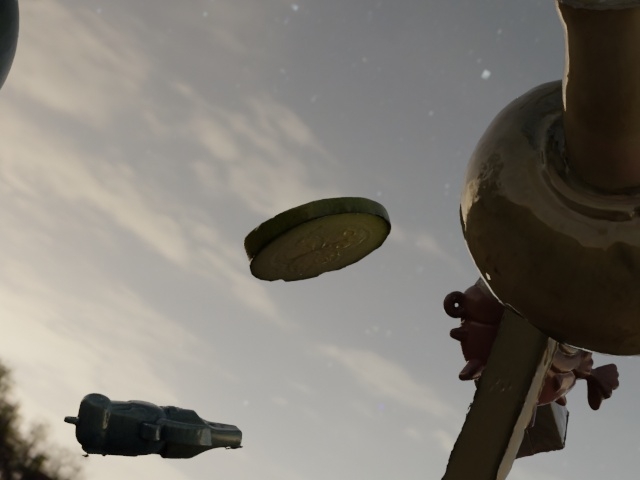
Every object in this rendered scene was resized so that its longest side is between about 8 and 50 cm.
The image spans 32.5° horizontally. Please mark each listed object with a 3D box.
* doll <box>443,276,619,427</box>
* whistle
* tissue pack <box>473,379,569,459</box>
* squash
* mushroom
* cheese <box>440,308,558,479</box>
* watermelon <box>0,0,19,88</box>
[{"bbox_3d":[0.264,0.128,1.370,0.262,0.211,0.093,34,-20,-13],"label":"doll"},{"bbox_3d":[-0.247,0.279,1.637,0.269,0.093,0.180,7,-2,-22],"label":"whistle"},{"bbox_3d":[0.332,0.229,1.855,0.124,0.185,0.225,-16,-82,17],"label":"tissue pack"},{"bbox_3d":[-0.002,-0.004,1.599,0.219,0.219,0.041,90,-16,-67],"label":"squash"},{"bbox_3d":[0.280,-0.066,1.068,0.315,0.315,0.356,-26,-95,64],"label":"mushroom"},{"bbox_3d":[0.199,0.217,1.265,0.034,0.400,0.085,22,-3,-40],"label":"cheese"},{"bbox_3d":[-0.314,-0.187,0.887,0.127,0.232,0.204,-11,-69,10],"label":"watermelon"}]
